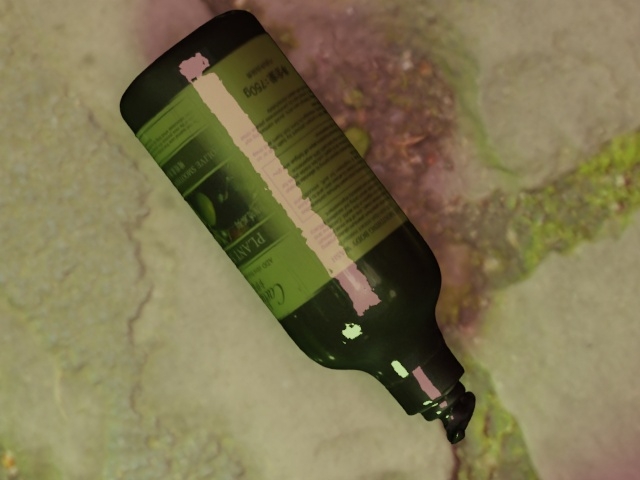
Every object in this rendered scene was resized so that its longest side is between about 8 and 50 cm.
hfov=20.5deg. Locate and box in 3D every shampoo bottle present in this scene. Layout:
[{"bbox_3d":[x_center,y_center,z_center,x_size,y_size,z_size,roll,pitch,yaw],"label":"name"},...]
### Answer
[{"bbox_3d":[0.000,0.000,1.058,0.101,0.101,0.284,-37,91,-2],"label":"shampoo bottle"}]
